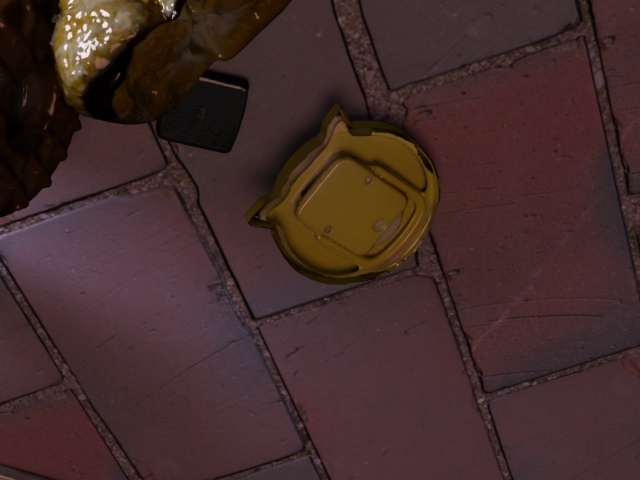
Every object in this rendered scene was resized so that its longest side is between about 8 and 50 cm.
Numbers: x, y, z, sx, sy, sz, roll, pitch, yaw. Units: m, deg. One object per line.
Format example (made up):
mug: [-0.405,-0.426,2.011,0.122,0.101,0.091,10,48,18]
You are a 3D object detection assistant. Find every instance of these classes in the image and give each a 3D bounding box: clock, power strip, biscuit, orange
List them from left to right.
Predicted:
biscuit: [-0.423,-0.184,1.526,0.103,0.332,0.332,18,125,15]
power strip: [-0.556,0.466,2.109,0.192,0.035,0.081,22,119,-21]
orange: [-0.205,-0.313,1.501,0.369,0.210,0.271,-40,164,-6]
clock: [0.047,-0.064,1.796,0.277,0.071,0.293,-45,125,7]

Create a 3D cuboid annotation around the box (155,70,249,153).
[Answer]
box: [-0.179,-0.198,1.713,0.125,0.027,0.126,12,123,-12]
